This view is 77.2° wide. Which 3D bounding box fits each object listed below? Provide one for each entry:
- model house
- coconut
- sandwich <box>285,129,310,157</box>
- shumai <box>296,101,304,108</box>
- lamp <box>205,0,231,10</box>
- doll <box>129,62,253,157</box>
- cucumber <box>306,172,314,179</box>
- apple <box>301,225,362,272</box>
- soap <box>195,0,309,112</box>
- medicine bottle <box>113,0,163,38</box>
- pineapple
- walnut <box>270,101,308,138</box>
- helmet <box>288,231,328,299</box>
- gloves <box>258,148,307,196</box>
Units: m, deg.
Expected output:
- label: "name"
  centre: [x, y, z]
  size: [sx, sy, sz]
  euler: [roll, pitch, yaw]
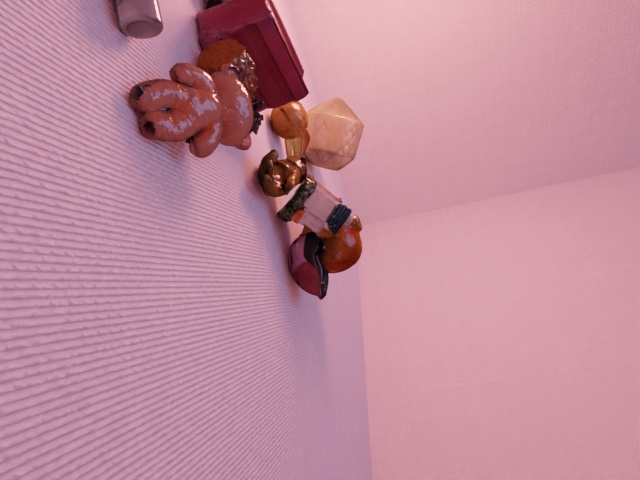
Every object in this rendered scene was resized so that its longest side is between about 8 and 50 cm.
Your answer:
- label: "model house"
  centre: [0.013, -0.093, 1.534]
  size: [0.300, 0.190, 0.271]
  euler: [34, 7, -2]
- label: "coconut"
  centre: [0.064, -0.621, 2.337]
  size: [0.415, 0.344, 0.416]
  euler: [-168, -90, -87]
- label: "sandwich"
  centre: [-0.112, -0.485, 1.950]
  size: [0.258, 0.094, 0.096]
  euler: [-80, 157, -58]
- label: "shumai"
  centre: [-0.140, -0.648, 2.015]
  size: [0.123, 0.139, 0.105]
  euler: [51, 44, 5]
- label: "lamp"
  centre: [-0.263, -0.736, 1.294]
  size: [0.243, 0.197, 0.198]
  euler: [9, 68, -54]
- label: "doll"
  centre: [-0.284, -0.282, 0.878]
  size: [0.303, 0.156, 0.202]
  euler: [-24, 113, -49]
- label: "cucumber"
  centre: [-0.064, -0.301, 2.082]
  size: [0.112, 0.064, 0.064]
  euler: [-87, 162, -47]
- label: "apple"
  centre: [0.063, 0.005, 1.759]
  size: [0.309, 0.249, 0.278]
  euler: [35, -62, 50]
- label: "soap"
  centre: [-0.198, -0.565, 1.255]
  size: [0.359, 0.232, 0.128]
  euler: [47, 31, -68]
- label: "medicine bottle"
  centre: [-0.354, -0.467, 0.767]
  size: [0.080, 0.080, 0.131]
  euler: [-9, 88, -79]
- label: "pineapple"
  centre: [-0.235, -0.412, 1.146]
  size: [0.279, 0.157, 0.158]
  euler: [69, 14, -54]
- label: "walnut"
  centre: [-0.132, -0.514, 1.721]
  size: [0.206, 0.159, 0.159]
  euler: [14, 65, -77]
- label: "helmet"
  centre: [-0.049, 0.093, 1.542]
  size: [0.198, 0.154, 0.254]
  euler: [19, 77, -80]
- label: "gloves"
  centre: [-0.145, -0.231, 1.402]
  size: [0.154, 0.141, 0.331]
  euler: [65, 22, -7]
